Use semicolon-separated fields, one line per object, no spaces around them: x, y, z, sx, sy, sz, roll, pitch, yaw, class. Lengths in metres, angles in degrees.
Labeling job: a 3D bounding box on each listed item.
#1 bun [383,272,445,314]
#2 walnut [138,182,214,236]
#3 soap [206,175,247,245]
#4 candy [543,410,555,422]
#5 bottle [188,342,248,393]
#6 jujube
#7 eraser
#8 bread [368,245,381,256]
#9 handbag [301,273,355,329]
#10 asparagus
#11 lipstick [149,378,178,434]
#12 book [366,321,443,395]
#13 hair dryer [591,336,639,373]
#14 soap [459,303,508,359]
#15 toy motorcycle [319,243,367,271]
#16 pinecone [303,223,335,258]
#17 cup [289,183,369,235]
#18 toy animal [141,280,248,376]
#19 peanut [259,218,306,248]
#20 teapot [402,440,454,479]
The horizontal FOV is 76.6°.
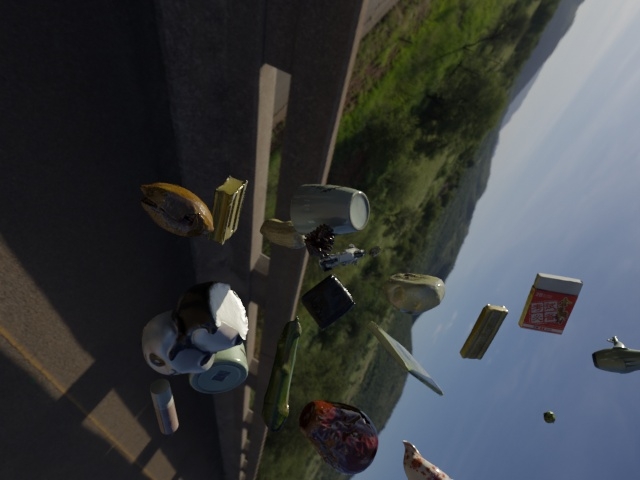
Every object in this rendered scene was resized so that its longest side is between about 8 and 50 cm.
0.407;0.228;1.757;0.273;0.272;0.169;-21;112;-70;bun
-0.432;-0.093;1.223;0.137;0.245;0.137;-48;-162;22;walnut
-0.345;-0.111;1.486;0.135;0.076;0.234;-64;178;-55;soap
0.762;0.591;1.336;0.123;0.035;0.035;40;34;-44;candy
-0.413;0.388;1.563;0.228;0.352;0.229;-12;132;-13;bottle
0.057;0.601;1.262;0.190;0.255;0.190;-48;-166;17;jujube
0.860;0.240;1.520;0.038;0.157;0.231;-70;169;-67;eraser
0.242;0.049;1.796;0.046;0.036;0.083;-15;169;-3;bread
0.038;0.334;2.220;0.246;0.223;0.080;-37;165;-1;handbag
-0.120;0.413;1.278;0.085;0.081;0.344;130;-29;-71;asparagus
-0.590;0.631;1.534;0.070;0.070;0.255;-46;148;-49;lipstick
0.325;0.450;1.523;0.035;0.239;0.352;-44;132;2;book
0.810;0.286;1.033;0.199;0.167;0.068;-11;90;-41;hair dryer
0.631;0.358;1.571;0.037;0.092;0.252;-111;-148;-58;soap
0.096;0.079;1.829;0.150;0.220;0.102;174;-97;-81;toy motorcycle
-0.003;0.000;1.281;0.102;0.102;0.110;93;17;-62;pinecone
0.062;-0.107;1.430;0.257;0.233;0.187;-10;101;-53;cup
-0.399;0.286;1.258;0.309;0.251;0.251;-30;171;10;toy animal
-0.207;-0.045;2.280;0.152;0.312;0.152;-24;119;-52;peanut
0.355;0.763;1.311;0.116;0.245;0.159;-56;177;-30;teapot
